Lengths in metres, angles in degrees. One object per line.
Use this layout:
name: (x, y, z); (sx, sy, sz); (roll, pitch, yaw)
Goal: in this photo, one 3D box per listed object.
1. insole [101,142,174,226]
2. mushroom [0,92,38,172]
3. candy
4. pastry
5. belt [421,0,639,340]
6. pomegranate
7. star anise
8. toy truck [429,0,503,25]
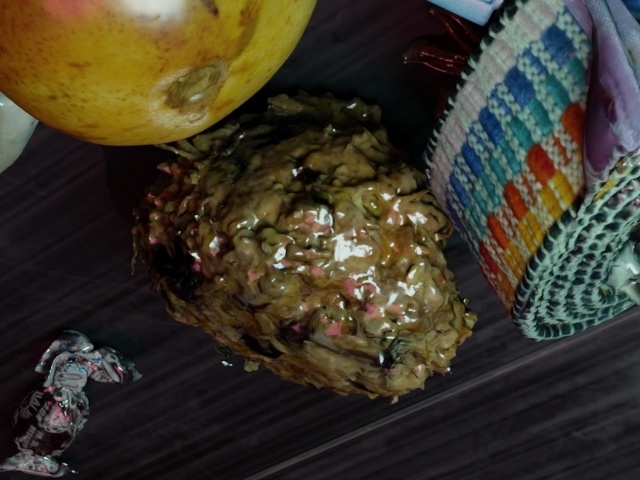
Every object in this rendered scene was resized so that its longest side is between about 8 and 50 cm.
insole: (-0.142, -0.098, 1.506); (0.086, 0.005, 0.253); (9, 135, 13)
mushroom: (-0.281, -0.074, 1.529); (0.092, 0.081, 0.223); (17, 143, -24)
candy: (-0.229, 0.156, 1.762); (0.094, 0.051, 0.226); (27, 137, -12)
pastry: (0.000, 0.000, 1.440); (0.274, 0.193, 0.275); (17, 163, 6)
belt: (0.189, -0.053, 1.212); (0.160, 0.206, 0.295); (59, 155, 20)
pomegranate: (-0.121, -0.193, 1.234); (0.264, 0.264, 0.264); (10, 136, 10)
star anise: (0.123, -0.126, 1.348); (0.141, 0.042, 0.141); (6, 146, 4)
toy truck: (0.110, -0.285, 1.102); (0.146, 0.175, 0.367); (23, 136, 0)
